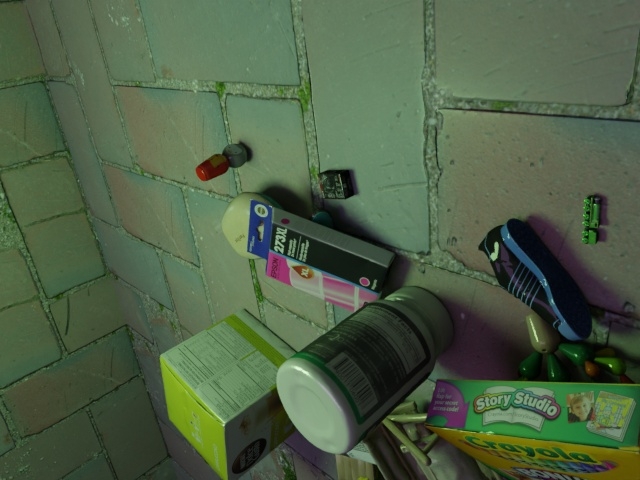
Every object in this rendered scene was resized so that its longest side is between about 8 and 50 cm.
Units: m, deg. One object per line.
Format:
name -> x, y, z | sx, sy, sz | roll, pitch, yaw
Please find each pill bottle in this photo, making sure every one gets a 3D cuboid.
pill bottle -> 0.105, 0.247, 1.061 | 0.204, 0.361, 0.204 | 27, 130, 37

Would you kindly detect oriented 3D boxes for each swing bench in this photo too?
swing bench -> 0.264, 0.526, 1.199 | 0.255, 0.165, 0.253 | -14, 109, 59

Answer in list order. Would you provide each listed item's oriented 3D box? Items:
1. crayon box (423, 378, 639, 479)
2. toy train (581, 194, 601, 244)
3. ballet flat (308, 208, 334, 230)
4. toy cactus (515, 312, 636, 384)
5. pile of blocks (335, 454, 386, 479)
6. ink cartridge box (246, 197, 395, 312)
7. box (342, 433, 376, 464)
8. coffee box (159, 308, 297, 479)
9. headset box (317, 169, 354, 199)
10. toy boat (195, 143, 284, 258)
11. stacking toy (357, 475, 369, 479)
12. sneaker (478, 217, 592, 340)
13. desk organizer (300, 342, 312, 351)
crayon box -> 0.415, 0.345, 0.856 | 0.313, 0.106, 0.363 | 37, 149, -24
toy train -> 0.424, -0.032, 0.806 | 0.024, 0.017, 0.083 | 9, 119, 35
ballet flat -> 0.000, 0.000, 1.273 | 0.074, 0.074, 0.203 | 24, 134, 39
toy cactus -> 0.423, 0.213, 0.913 | 0.219, 0.112, 0.180 | -40, 62, 54
pile of blocks -> 0.167, 0.725, 1.475 | 0.149, 0.113, 0.362 | -30, 91, 21
ink cartridge box -> -0.021, 0.042, 1.225 | 0.371, 0.069, 0.175 | 23, 131, 14
box -> 0.092, 0.487, 1.406 | 0.247, 0.142, 0.163 | -13, 102, 52
coffee box -> -0.276, 0.497, 1.677 | 0.338, 0.335, 0.337 | 33, 134, 32
headset box -> 0.031, -0.128, 1.183 | 0.083, 0.032, 0.062 | 6, 116, 48
toy boat -> -0.194, -0.103, 1.389 | 0.268, 0.148, 0.318 | -17, 106, 57
stacking toy -> 0.224, 0.660, 1.343 | 0.221, 0.167, 0.052 | 46, 141, 18
sneaker -> 0.367, 0.075, 0.892 | 0.232, 0.082, 0.090 | 60, 146, 13
desk organizer -> 0.003, 0.360, 1.509 | 0.130, 0.047, 0.050 | 29, 134, 35
